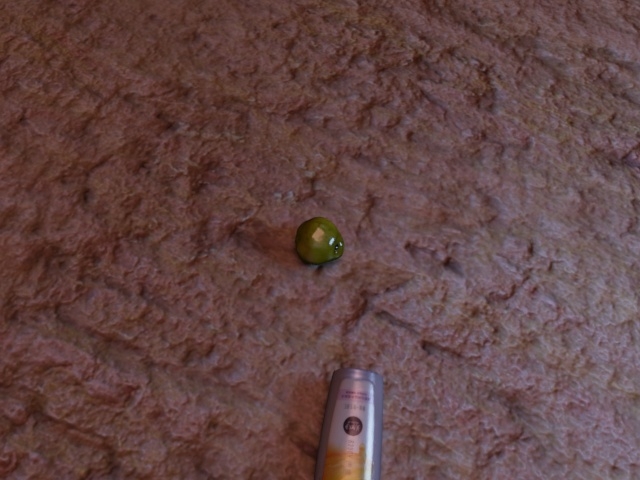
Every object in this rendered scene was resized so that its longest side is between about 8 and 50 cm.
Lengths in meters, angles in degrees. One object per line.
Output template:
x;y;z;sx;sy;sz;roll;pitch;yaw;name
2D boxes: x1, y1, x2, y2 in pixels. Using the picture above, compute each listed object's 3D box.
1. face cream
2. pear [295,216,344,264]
0.049;0.347;1.169;0.107;0.073;0.269;4;61;10;face cream
0.000;0.000;1.362;0.096;0.092;0.092;16;61;8;pear
